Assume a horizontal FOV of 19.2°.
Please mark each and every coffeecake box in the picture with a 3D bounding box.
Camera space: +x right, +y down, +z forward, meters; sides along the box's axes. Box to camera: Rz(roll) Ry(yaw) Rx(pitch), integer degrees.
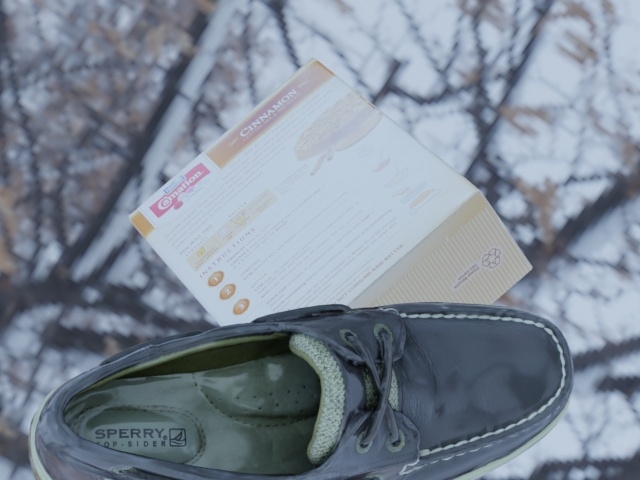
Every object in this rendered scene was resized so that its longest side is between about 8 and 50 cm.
[{"bbox_3d":[0.000,0.000,1.023,0.142,0.068,0.185,-41,-141,-4],"label":"coffeecake box"}]

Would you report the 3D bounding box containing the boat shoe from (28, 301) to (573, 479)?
[{"bbox_3d":[-0.001,0.066,0.739,0.073,0.223,0.080,125,-43,-74],"label":"boat shoe"}]
